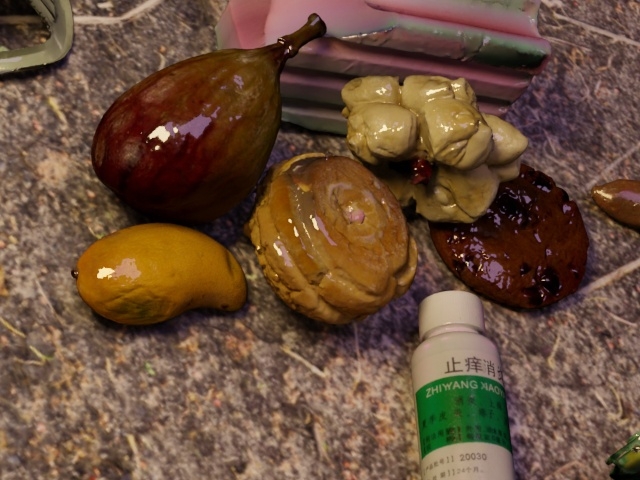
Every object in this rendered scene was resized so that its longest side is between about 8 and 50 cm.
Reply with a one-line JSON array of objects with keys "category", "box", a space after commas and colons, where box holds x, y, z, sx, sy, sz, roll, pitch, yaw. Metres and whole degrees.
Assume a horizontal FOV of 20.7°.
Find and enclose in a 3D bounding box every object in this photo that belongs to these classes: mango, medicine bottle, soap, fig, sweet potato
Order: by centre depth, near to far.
[{"category": "mango", "box": [-0.153, 0.031, 1.684, 0.190, 0.075, 0.098, -1, 78, -35]}, {"category": "fig", "box": [-0.094, -0.126, 1.712, 0.274, 0.170, 0.145, -43, 67, -9]}, {"category": "medicine bottle", "box": [0.139, 0.177, 1.727, 0.095, 0.095, 0.260, 9, 55, -22]}, {"category": "soap", "box": [0.059, -0.200, 1.871, 0.323, 0.193, 0.109, 6, 55, -23]}, {"category": "sweet potato", "box": [0.411, -0.030, 2.029, 0.218, 0.051, 0.065, 12, 43, -20]}]

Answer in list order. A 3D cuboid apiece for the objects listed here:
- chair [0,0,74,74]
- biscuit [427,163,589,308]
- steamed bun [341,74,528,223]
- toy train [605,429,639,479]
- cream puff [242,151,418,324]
[{"category": "chair", "box": [-0.354, -0.284, 1.721, 0.190, 0.275, 0.203, -16, 67, -9]}, {"category": "biscuit", "box": [0.208, -0.009, 1.914, 0.192, 0.049, 0.192, 10, 60, -18]}, {"category": "steamed bun", "box": [0.116, -0.088, 1.818, 0.192, 0.177, 0.106, 4, 66, 16]}, {"category": "toy train", "box": [0.461, 0.187, 1.722, 0.253, 0.397, 0.160, -9, 60, -54]}, {"category": "cream puff", "box": [0.000, 0.000, 1.747, 0.189, 0.129, 0.189, 29, 39, -27]}]
